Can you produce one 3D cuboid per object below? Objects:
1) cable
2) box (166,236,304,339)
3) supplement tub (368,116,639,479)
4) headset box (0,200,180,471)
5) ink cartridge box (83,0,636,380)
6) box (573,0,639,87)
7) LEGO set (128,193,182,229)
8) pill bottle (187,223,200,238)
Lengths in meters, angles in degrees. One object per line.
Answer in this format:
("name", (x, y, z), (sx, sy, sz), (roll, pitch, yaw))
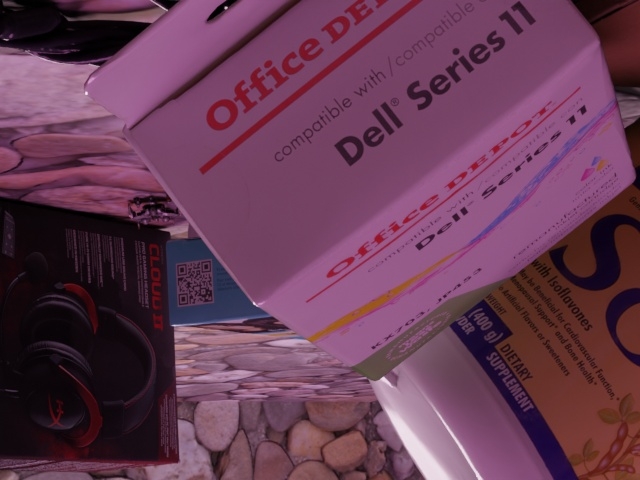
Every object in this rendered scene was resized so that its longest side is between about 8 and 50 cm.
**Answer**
("cable", (-0.123, -0.117, 1.006), (0.151, 0.047, 0.184), (-1, 170, -13))
("box", (-0.002, 0.035, 1.351), (0.100, 0.060, 0.244), (-7, 171, 29))
("supplement tub", (0.215, 0.058, 1.265), (0.331, 0.241, 0.241), (-32, 174, -9))
("headset box", (-0.238, 0.090, 1.652), (0.110, 0.218, 0.293), (-10, 167, 34))
("ink cartridge box", (0.038, -0.051, 0.966), (0.207, 0.119, 0.353), (-38, 163, 4))
("box", (0.220, -0.127, 1.136), (0.164, 0.021, 0.201), (1, 169, -24))
("LEGO set", (-0.132, -0.024, 1.594), (0.054, 0.023, 0.083), (3, 168, -30))
("pill bottle", (0.000, 0.000, 1.534), (0.193, 0.108, 0.108), (3, 168, -34))
